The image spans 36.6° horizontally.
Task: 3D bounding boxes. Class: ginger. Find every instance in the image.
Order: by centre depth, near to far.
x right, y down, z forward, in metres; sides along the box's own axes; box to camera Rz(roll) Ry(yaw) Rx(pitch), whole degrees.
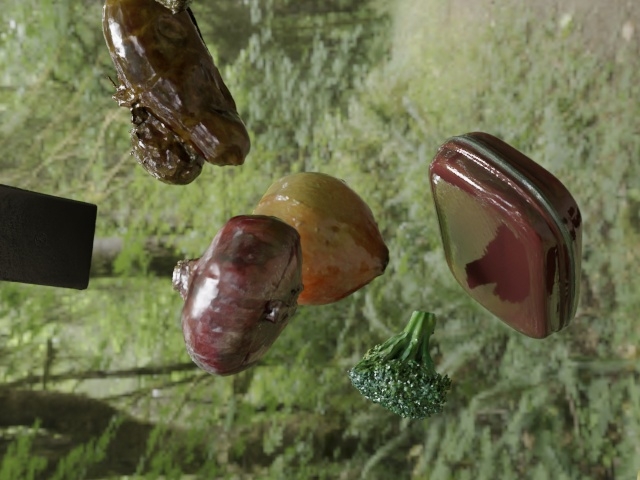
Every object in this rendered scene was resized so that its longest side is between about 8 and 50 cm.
[{"bbox_3d":[-0.300,-0.290,1.785,0.176,0.254,0.418,-27,-89,-55],"label":"ginger"}]

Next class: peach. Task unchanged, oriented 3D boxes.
[{"bbox_3d":[0.000,0.000,1.513,0.232,0.233,0.232,-2,-90,-88],"label":"peach"}]

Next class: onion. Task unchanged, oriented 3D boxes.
[{"bbox_3d":[-0.105,0.068,1.086,0.098,0.151,0.205,-60,-14,-64],"label":"onion"}]

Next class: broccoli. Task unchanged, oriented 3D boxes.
[{"bbox_3d":[0.162,0.218,1.719,0.219,0.194,0.194,54,-149,-55],"label":"broccoli"}]

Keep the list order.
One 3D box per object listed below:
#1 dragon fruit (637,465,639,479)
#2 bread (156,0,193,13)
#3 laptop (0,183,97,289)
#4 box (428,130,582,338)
[{"bbox_3d":[0.653,0.338,1.558,0.290,0.189,0.290,-56,-7,-11],"label":"dragon fruit"},{"bbox_3d":[-0.148,-0.544,1.398,0.165,0.113,0.416,151,143,-77],"label":"bread"},{"bbox_3d":[-0.405,-0.002,1.386,0.197,0.016,0.135,14,-101,-52],"label":"laptop"},{"bbox_3d":[0.289,-0.003,1.500,0.263,0.108,0.404,40,165,30],"label":"box"}]
